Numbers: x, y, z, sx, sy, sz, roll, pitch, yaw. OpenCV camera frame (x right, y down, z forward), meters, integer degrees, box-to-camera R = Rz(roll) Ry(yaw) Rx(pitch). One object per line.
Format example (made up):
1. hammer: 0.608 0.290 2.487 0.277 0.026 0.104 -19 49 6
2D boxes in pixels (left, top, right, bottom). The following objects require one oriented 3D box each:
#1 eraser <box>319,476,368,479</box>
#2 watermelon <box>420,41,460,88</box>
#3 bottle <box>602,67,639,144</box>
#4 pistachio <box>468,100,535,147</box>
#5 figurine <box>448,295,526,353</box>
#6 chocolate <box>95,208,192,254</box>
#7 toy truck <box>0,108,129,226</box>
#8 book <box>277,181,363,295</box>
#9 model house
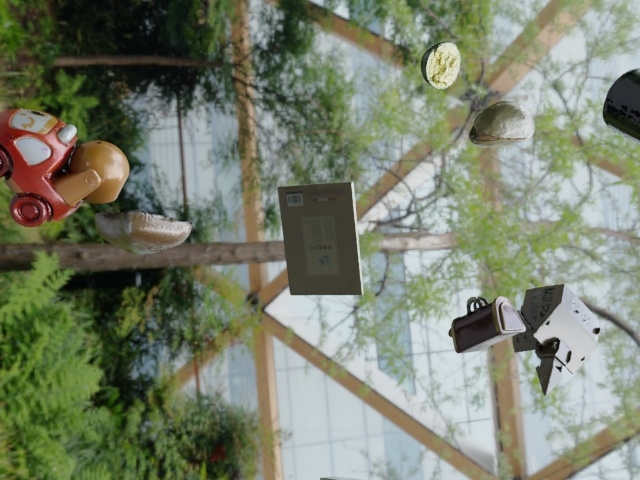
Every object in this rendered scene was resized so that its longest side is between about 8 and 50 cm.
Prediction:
1. eraser: 0.033 0.396 0.867 0.103 0.023 0.151 -26 -118 57
2. watermelon: 0.267 -0.400 1.486 0.062 0.105 0.106 28 -58 49
3. bottle: 0.363 -0.089 0.597 0.082 0.072 0.244 -68 -153 21
4. pistachio: 0.465 -0.294 1.678 0.124 0.184 0.125 50 -28 39
5. figurine: 0.305 0.159 1.267 0.154 0.082 0.098 -35 -115 45
6. chocolate: -0.382 -0.012 1.387 0.261 0.161 0.083 0 -99 55
7. toy truck: -0.542 -0.169 1.340 0.265 0.239 0.189 59 9 -27
8. book: 0.000 0.000 1.771 0.021 0.216 0.311 -33 119 -66
9. model house: 0.534 0.258 1.552 0.176 0.181 0.248 -20 -144 47
